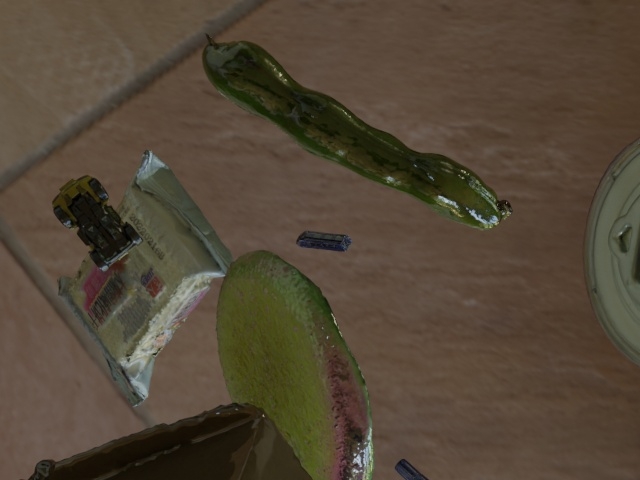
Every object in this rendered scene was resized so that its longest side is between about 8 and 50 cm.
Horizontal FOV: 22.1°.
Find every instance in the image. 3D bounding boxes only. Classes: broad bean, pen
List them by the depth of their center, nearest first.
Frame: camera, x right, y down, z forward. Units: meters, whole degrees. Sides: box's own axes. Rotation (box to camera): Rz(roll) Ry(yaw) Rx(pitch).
[{"bbox_3d":[0.023,-0.075,1.174,0.256,0.053,0.052,28,124,4],"label":"broad bean"},{"bbox_3d":[0.162,0.331,1.971,0.025,0.204,0.025,-28,139,-28],"label":"pen"}]

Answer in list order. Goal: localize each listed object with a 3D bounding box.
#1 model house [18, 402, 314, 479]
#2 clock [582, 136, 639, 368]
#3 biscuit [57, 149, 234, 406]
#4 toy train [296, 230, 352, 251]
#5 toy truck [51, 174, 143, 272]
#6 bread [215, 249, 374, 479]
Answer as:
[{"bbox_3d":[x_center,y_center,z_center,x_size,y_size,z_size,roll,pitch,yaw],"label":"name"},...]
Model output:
[{"bbox_3d":[-0.093,0.188,0.419,0.248,0.176,0.181,-23,111,24],"label":"model house"},{"bbox_3d":[0.341,0.009,1.520,0.056,0.244,0.244,3,99,-39],"label":"clock"},{"bbox_3d":[-0.202,0.047,1.885,0.079,0.309,0.186,-22,71,-43],"label":"biscuit"},{"bbox_3d":[0.000,0.000,1.884,0.017,0.083,0.017,52,59,-36],"label":"toy train"},{"bbox_3d":[-0.201,-0.017,1.459,0.049,0.054,0.083,-38,92,-5],"label":"toy truck"},{"bbox_3d":[-0.028,0.118,1.328,0.033,0.228,0.229,-20,106,-28],"label":"bread"}]
